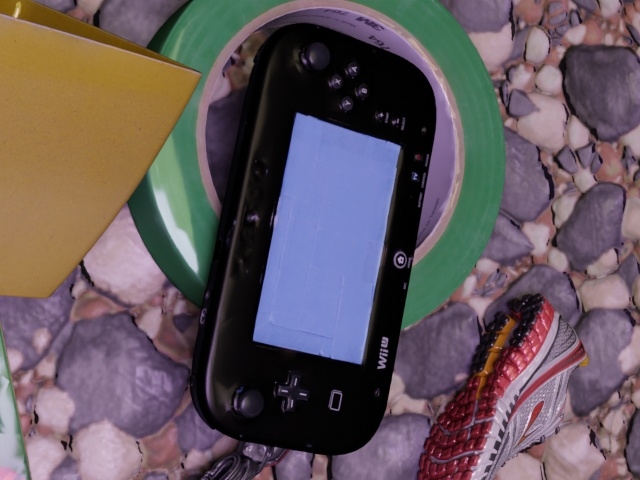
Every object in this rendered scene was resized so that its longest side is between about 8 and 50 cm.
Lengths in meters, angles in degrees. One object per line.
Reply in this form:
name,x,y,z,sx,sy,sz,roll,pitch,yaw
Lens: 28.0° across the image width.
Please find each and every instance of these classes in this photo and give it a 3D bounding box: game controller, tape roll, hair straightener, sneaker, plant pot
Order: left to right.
plant pot,-0.247,-0.075,0.865,0.212,0.212,0.187,9,105,-53
hair straightener,-0.068,0.171,1.016,0.047,0.089,0.230,43,74,14
tape roll,-0.002,-0.075,1.063,0.321,0.077,0.321,1,87,-25
game controller,0.000,0.000,0.982,0.166,0.067,0.319,14,82,-23
sneaker,0.166,0.160,1.118,0.093,0.088,0.225,39,73,-19

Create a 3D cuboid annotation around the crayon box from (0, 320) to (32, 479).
crayon box,-0.363,0.128,0.886,0.318,0.081,0.202,-12,91,-25
